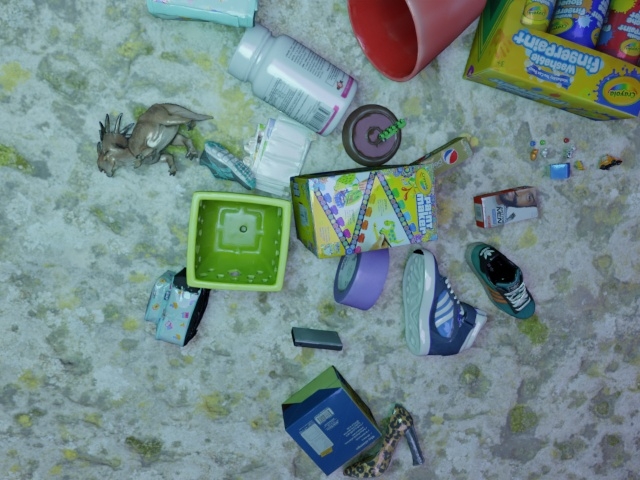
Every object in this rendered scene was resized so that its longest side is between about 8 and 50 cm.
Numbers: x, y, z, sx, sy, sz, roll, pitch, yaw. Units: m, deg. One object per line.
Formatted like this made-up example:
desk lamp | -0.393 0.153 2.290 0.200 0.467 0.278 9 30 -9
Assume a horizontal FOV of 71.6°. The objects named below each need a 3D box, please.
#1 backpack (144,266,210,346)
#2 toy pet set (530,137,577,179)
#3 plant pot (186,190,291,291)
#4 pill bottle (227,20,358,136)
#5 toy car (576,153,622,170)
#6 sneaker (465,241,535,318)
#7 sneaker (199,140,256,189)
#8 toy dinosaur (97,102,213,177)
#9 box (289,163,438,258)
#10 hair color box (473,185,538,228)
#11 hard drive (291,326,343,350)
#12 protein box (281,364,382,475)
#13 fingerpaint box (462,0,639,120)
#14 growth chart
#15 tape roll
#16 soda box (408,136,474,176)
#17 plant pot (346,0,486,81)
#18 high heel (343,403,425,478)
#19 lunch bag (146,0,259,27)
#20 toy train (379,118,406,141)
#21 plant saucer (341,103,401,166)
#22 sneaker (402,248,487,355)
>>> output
backpack | -0.367 0.171 1.141 0.145 0.166 0.188 10 97 -10
toy pet set | 0.680 -0.235 1.279 0.122 0.065 0.114 -8 103 -7
plant pot | -0.201 -0.012 1.109 0.229 0.207 0.226 5 100 -10
pill bottle | -0.067 -0.390 1.076 0.283 0.160 0.160 29 96 -14
toy car | 0.822 -0.236 1.309 0.122 0.060 0.040 -1 70 -16
sneaker | 0.548 0.134 1.305 0.108 0.121 0.302 -43 105 2
sneaker | -0.240 -0.179 1.140 0.166 0.065 0.076 41 118 0
toy dinosaur | -0.414 -0.263 1.076 0.200 0.127 0.296 40 74 20
box | 0.090 -0.084 1.083 0.280 0.290 0.176 -8 101 -11
hair color box | 0.538 -0.098 1.291 0.168 0.053 0.092 -13 103 -8
hard drive | -0.011 0.279 1.258 0.135 0.094 0.022 9 101 -11
protein box | 0.029 0.521 1.293 0.200 0.136 0.201 -37 105 -1
fingerpaint box | 0.654 -0.553 1.158 0.446 0.163 0.370 13 99 -12
growth chart | -0.112 -0.234 1.173 0.172 0.021 0.237 25 97 -13
tape roll | 0.106 0.087 1.189 0.080 0.189 0.188 17 98 -13
soda box | 0.324 -0.218 1.226 0.182 0.061 0.058 -29 104 -2
plant pot | 0.237 -0.559 1.051 0.243 0.275 0.274 -34 105 -11
high heel | 0.174 0.627 1.386 0.262 0.093 0.186 -19 82 8
lunch bag | -0.240 -0.555 0.954 0.224 0.262 0.160 6 142 -9
toy train | 0.193 -0.294 1.183 0.083 0.017 0.023 -38 115 0
plant saucer | 0.143 -0.284 1.201 0.169 0.029 0.168 -2 101 -9
sneaker | 0.373 0.177 1.295 0.237 0.130 0.322 -3 98 -19
